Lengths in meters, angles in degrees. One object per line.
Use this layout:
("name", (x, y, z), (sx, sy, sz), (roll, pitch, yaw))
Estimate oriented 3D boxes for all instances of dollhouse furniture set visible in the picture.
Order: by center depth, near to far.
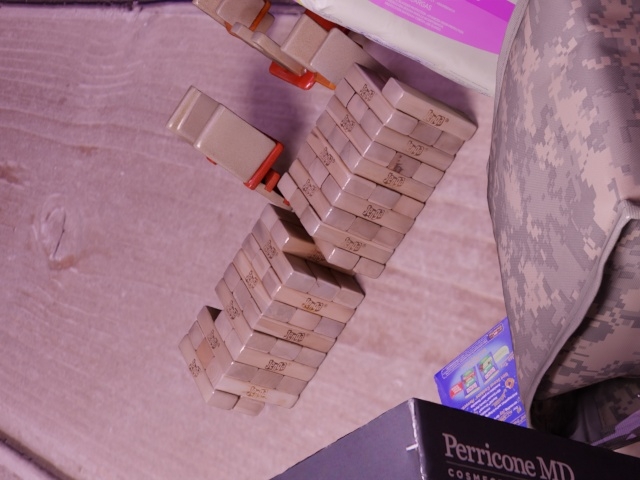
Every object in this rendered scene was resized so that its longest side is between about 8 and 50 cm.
("dollhouse furniture set", (-0.022, -0.175, 1.398), (0.259, 0.135, 0.262), (-56, 36, 1))

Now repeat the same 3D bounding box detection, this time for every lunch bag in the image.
("lunch bag", (0.199, -0.019, 0.946), (0.287, 0.169, 0.235), (107, 161, -52))

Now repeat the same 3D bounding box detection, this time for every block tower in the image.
("block tower", (0.000, 0.000, 1.282), (0.335, 0.091, 0.097), (-56, 38, 19))

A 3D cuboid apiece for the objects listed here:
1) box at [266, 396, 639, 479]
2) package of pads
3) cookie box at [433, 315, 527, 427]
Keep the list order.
("box", (0.135, 0.286, 0.745), (0.179, 0.343, 0.312), (-36, 47, 40))
("package of pads", (0.113, -0.291, 1.149), (0.101, 0.229, 0.296), (37, 104, 54))
("cookie box", (0.139, 0.127, 1.076), (0.092, 0.040, 0.107), (-43, 43, 33))
